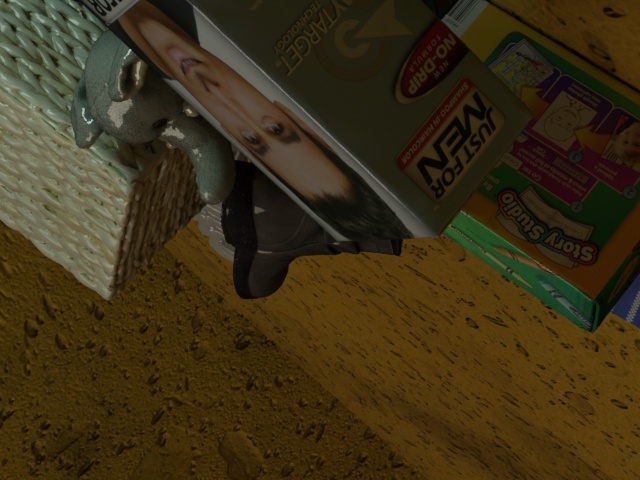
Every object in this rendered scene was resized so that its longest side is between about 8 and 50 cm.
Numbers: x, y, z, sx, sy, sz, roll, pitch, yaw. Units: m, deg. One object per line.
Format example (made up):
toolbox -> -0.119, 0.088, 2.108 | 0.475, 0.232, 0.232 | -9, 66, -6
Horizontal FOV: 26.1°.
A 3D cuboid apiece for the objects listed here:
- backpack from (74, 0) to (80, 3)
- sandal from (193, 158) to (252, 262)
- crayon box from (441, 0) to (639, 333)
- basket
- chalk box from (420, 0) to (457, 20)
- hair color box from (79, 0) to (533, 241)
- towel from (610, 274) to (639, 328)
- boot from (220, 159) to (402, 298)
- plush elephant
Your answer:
backpack -> -0.256, -0.333, 1.442 | 0.173, 0.158, 0.117 | 12, -150, -49
sandal -> -0.141, -0.130, 1.889 | 0.169, 0.102, 0.416 | 19, 144, 27
crayon box -> 0.152, -0.075, 1.110 | 0.278, 0.165, 0.081 | 36, 167, 19
basket -> -0.273, -0.164, 1.634 | 0.331, 0.266, 0.328 | 38, 150, 7
chalk box -> 0.057, -0.242, 0.894 | 0.213, 0.132, 0.132 | 32, 164, 26
hair color box -> -0.055, -0.161, 0.925 | 0.374, 0.114, 0.185 | 42, 167, -14
towel -> 0.223, -0.033, 1.262 | 0.336, 0.040, 0.243 | 30, 156, 17
boot -> 0.000, 0.000, 1.749 | 0.222, 0.118, 0.338 | 3, 164, 3
plush elephant -> -0.110, -0.165, 1.344 | 0.330, 0.255, 0.272 | 41, 167, -7
